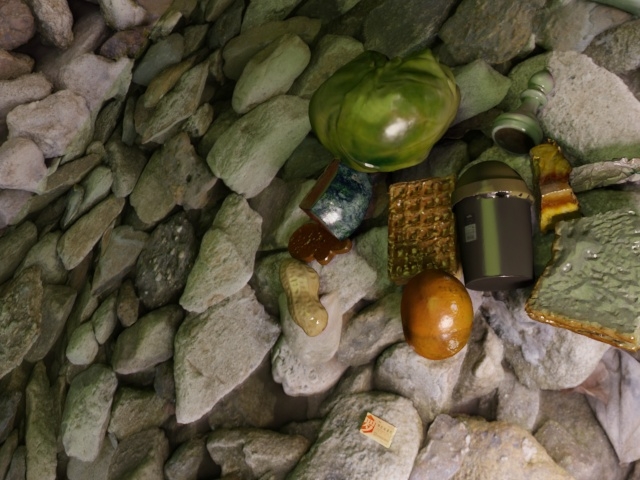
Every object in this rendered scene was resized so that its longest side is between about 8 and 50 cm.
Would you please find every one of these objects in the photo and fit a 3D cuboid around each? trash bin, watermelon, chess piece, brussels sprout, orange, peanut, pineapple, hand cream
[{"bbox_3d":[0.453,-0.047,1.536,0.214,0.214,0.334,-12,70,27],"label":"trash bin"},{"bbox_3d":[0.033,-0.159,1.862,0.226,0.148,0.319,-16,52,35],"label":"watermelon"},{"bbox_3d":[0.593,-0.383,1.656,0.139,0.139,0.272,19,69,35],"label":"chess piece"},{"bbox_3d":[0.180,-0.356,1.701,0.425,0.343,0.361,-8,39,26],"label":"brussels sprout"},{"bbox_3d":[0.301,0.190,1.521,0.171,0.240,0.240,-2,65,-4],"label":"orange"},{"bbox_3d":[-0.046,0.167,1.814,0.125,0.111,0.275,-29,61,13],"label":"peanut"},{"bbox_3d":[0.582,-0.130,1.479,0.114,0.186,0.237,-19,103,16],"label":"pineapple"},{"bbox_3d":[0.744,-0.170,1.509,0.256,0.050,0.084,-6,70,33],"label":"hand cream"}]

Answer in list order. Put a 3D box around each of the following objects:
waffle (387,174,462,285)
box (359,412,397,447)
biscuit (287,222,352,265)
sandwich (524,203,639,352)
[{"bbox_3d":[0.299,-0.028,1.692,0.212,0.091,0.308,-7,67,29],"label":"waffle"},{"bbox_3d":[0.157,0.513,1.599,0.093,0.015,0.058,20,83,35],"label":"box"},{"bbox_3d":[0.000,0.000,1.893,0.236,0.039,0.180,-8,59,29],"label":"biscuit"},{"bbox_3d":[0.667,0.072,1.400,0.262,0.131,0.326,17,78,37],"label":"sandwich"}]
